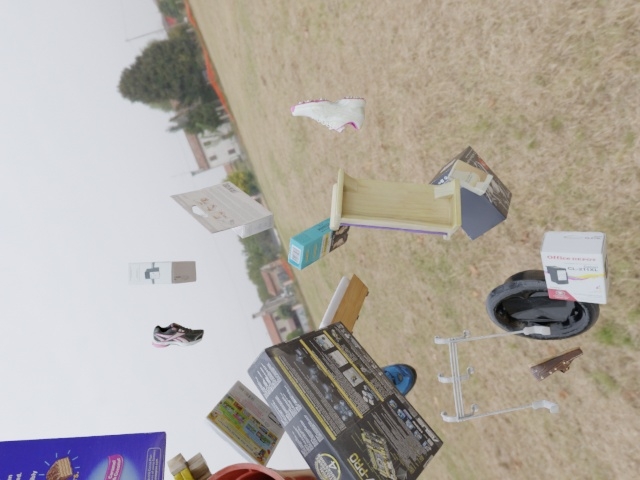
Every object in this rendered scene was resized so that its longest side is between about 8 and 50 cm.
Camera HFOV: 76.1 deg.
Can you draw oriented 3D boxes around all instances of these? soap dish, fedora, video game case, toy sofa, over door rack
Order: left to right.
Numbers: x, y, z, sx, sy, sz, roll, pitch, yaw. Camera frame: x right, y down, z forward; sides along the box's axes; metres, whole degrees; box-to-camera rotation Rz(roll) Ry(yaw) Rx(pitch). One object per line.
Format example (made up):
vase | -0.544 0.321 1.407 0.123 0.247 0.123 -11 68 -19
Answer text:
video game case | -0.225 0.569 1.275 0.227 0.026 0.206 40 -160 4
soap dish | 0.079 0.299 1.545 0.291 0.118 0.229 -58 -13 -48
toy sofa | 0.213 -0.092 1.202 0.177 0.362 0.150 98 177 -69
over door rack | 0.494 0.380 1.181 0.108 0.324 0.240 113 152 -85
fedora | 0.743 0.196 1.392 0.153 0.333 0.334 -64 -32 -43

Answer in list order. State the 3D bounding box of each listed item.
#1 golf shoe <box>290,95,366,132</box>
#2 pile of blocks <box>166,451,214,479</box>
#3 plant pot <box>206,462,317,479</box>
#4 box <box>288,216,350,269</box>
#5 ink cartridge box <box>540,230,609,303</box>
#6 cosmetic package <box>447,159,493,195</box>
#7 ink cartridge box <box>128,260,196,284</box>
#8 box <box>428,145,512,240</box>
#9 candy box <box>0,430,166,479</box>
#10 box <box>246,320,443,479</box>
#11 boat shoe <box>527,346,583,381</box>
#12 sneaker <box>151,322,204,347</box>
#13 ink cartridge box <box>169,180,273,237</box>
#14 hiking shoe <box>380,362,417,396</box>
golf shoe | 0.034 -0.504 1.651 0.115 0.306 0.140 -92 -1 -73
pile of blocks | -0.276 0.727 1.100 0.362 0.112 0.149 57 159 6
plant pot | -0.076 0.571 0.792 0.265 0.272 0.272 41 -161 -57
box | 0.000 0.000 1.367 0.060 0.244 0.101 32 132 29
ink cartridge box | 0.621 0.066 0.997 0.127 0.072 0.175 2 135 41
cosmetic package | 0.446 -0.189 1.225 0.115 0.060 0.041 27 175 6
ink cartridge box | -0.612 0.125 1.592 0.153 0.208 0.087 6 -98 -72
box | 0.679 -0.223 1.843 0.312 0.179 0.343 49 -143 -1
candy box | -0.412 0.448 0.614 0.268 0.317 0.122 -104 31 -43
box | 0.065 0.387 0.942 0.395 0.097 0.318 48 -154 23
boat shoe | 0.894 0.466 1.540 0.073 0.207 0.073 60 -174 -58
sneaker | -0.502 0.327 1.444 0.072 0.178 0.077 -143 52 -65
ink cartridge box | -0.363 -0.106 1.503 0.296 0.261 0.066 36 132 34
hiking shoe | 0.147 0.452 1.207 0.132 0.304 0.113 65 -179 -70
